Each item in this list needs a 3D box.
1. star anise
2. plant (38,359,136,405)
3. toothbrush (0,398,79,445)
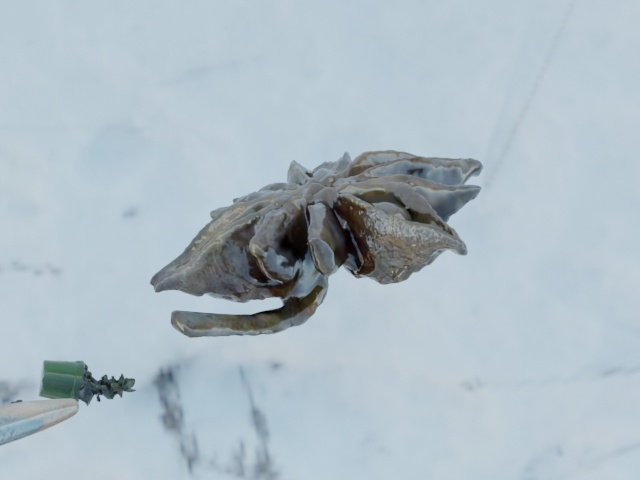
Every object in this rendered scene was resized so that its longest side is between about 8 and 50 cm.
[{"bbox_3d":[0.001,-0.002,1.692,0.292,0.349,0.109,-19,106,12],"label":"star anise"},{"bbox_3d":[-0.247,0.153,2.021,0.102,0.051,0.051,9,131,-10],"label":"plant"},{"bbox_3d":[-0.304,0.151,1.226,0.375,0.037,0.028,-15,128,-45],"label":"toothbrush"}]
